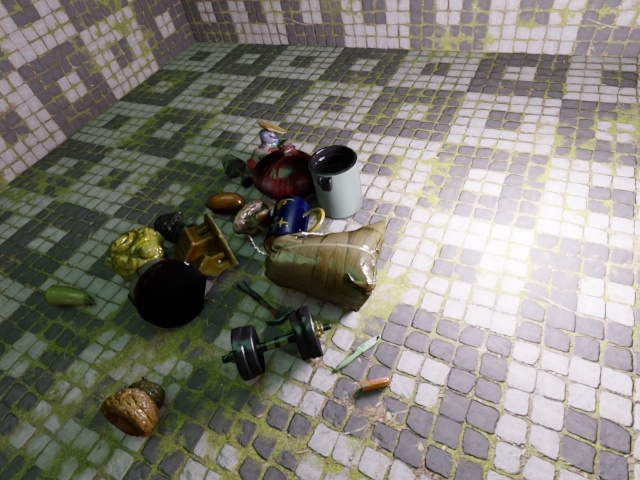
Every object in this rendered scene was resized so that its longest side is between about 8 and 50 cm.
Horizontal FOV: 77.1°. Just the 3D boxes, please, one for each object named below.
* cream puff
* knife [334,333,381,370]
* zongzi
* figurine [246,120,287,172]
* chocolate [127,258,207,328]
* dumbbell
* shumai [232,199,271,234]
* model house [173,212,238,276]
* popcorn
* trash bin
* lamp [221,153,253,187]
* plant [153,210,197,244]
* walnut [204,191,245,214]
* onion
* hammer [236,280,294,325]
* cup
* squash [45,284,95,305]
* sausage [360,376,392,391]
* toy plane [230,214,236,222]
[{"bbox_3d":[-0.606,0.537,1.344,0.183,0.184,0.169,8,39,20],"label":"cream puff"},{"bbox_3d":[0.129,0.389,1.398,0.207,0.014,0.030,-31,50,-16],"label":"knife"},{"bbox_3d":[-0.004,0.016,1.600,0.499,0.218,0.467,17,41,3],"label":"zongzi"},{"bbox_3d":[-0.279,-0.484,2.141,0.180,0.257,0.208,20,23,-3],"label":"figurine"},{"bbox_3d":[-0.618,0.188,1.603,0.283,0.284,0.186,-41,35,-22],"label":"chocolate"},{"bbox_3d":[-0.149,0.350,1.380,0.387,0.185,0.185,-17,47,-3],"label":"dumbbell"},{"bbox_3d":[-0.287,-0.092,1.820,0.152,0.162,0.209,18,28,28],"label":"shumai"},{"bbox_3d":[-0.512,0.051,1.737,0.239,0.174,0.268,-29,47,-14],"label":"model house"},{"bbox_3d":[-0.805,0.070,1.757,0.242,0.235,0.250,-47,31,3],"label":"popcorn"},{"bbox_3d":[0.075,-0.263,1.820,0.217,0.263,0.277,10,51,21],"label":"trash bin"},{"bbox_3d":[-0.441,-0.370,2.136,0.121,0.121,0.215,-32,59,-16],"label":"lamp"},{"bbox_3d":[-0.685,-0.062,1.907,0.194,0.132,0.129,4,52,22],"label":"plant"},{"bbox_3d":[-0.470,-0.181,1.976,0.207,0.116,0.116,-4,48,3],"label":"walnut"},{"bbox_3d":[-0.160,-0.350,1.939,0.347,0.286,0.348,-2,31,1],"label":"onion"},{"bbox_3d":[-0.237,0.240,1.602,0.287,0.033,0.111,32,61,34],"label":"hammer"},{"bbox_3d":[-0.098,-0.062,1.744,0.254,0.179,0.256,0,47,9],"label":"cup"},{"bbox_3d":[-1.081,0.254,1.758,0.224,0.094,0.094,7,51,11],"label":"squash"},{"bbox_3d":[0.183,0.465,1.304,0.107,0.031,0.031,-14,47,1],"label":"sausage"},{"bbox_3d":[-0.392,-0.107,1.946,0.083,0.031,0.079,15,54,25],"label":"toy plane"}]
